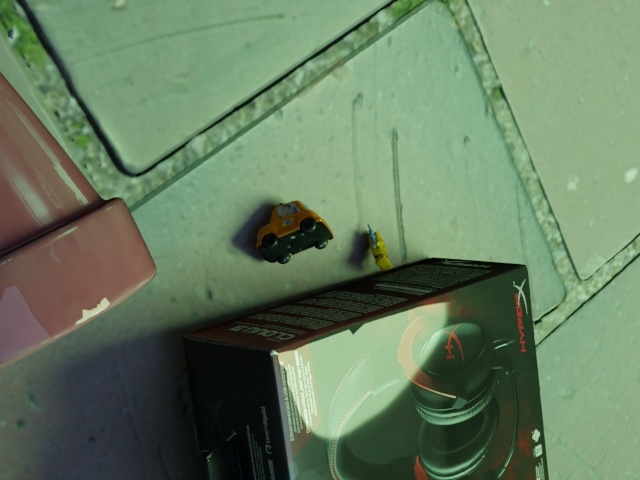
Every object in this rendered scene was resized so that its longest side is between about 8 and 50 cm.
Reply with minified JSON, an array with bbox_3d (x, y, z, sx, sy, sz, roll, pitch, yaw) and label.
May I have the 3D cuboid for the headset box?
[{"bbox_3d":[0.033,0.149,0.888,0.293,0.110,0.218,-14,101,-39],"label":"headset box"}]

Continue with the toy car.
[{"bbox_3d":[0.000,0.000,0.929,0.122,0.060,0.040,25,41,-50],"label":"toy car"}]

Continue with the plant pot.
[{"bbox_3d":[-0.223,-0.015,0.689,0.201,0.201,0.180,-30,98,-25],"label":"plant pot"}]
